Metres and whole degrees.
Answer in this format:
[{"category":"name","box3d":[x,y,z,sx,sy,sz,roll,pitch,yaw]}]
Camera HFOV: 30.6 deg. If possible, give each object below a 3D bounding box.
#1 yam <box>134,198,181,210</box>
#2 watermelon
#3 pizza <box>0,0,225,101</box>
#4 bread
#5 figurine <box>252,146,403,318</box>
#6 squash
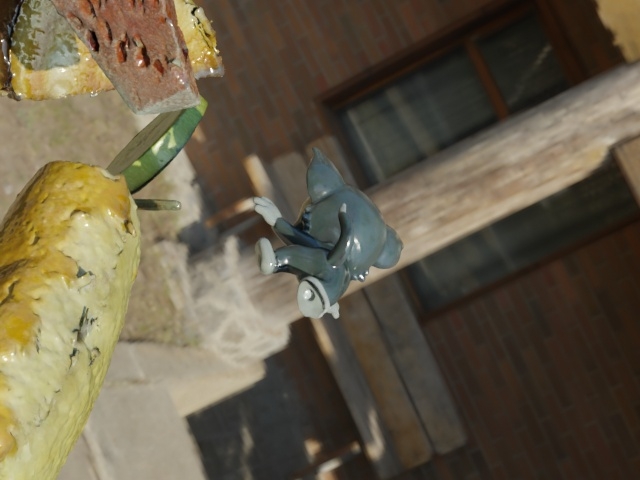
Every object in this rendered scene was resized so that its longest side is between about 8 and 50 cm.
[{"category":"yam","box3d":[-0.289,-0.060,1.956,0.021,0.116,0.021,2,90,-86]},{"category":"watermelon","box3d":[-0.162,-0.209,0.993,0.094,0.154,0.241,-43,125,-37]},{"category":"pizza","box3d":[-0.227,-0.278,1.296,0.287,0.251,0.074,-10,38,-35]},{"category":"bread","box3d":[-0.303,0.110,1.223,0.237,0.165,0.375,111,-2,-46]},{"category":"figurine","box3d":[0.002,-0.002,1.462,0.193,0.140,0.265,46,11,-4]},{"category":"squash","box3d":[-0.270,-0.157,1.876,0.041,0.219,0.219,44,20,-21]}]
